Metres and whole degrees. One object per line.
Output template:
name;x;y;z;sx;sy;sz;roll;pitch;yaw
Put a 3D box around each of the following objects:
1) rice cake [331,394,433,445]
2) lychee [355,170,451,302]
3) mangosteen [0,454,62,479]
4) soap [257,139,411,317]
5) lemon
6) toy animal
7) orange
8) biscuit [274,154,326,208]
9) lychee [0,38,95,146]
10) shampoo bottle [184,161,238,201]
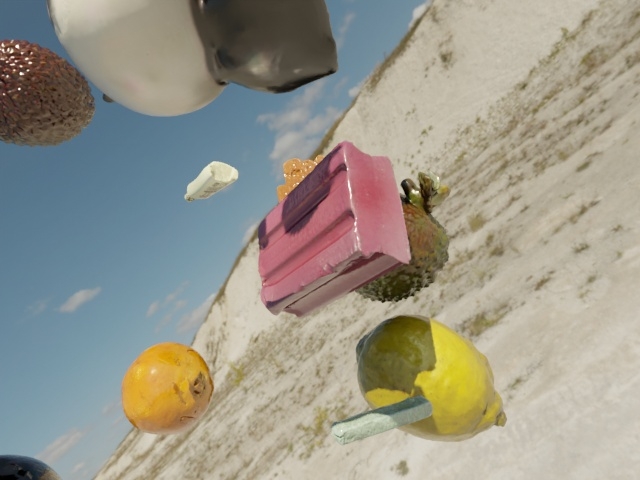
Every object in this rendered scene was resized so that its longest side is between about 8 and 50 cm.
rice cake;0.094;0.264;0.622;0.170;0.029;0.033;-6;5;-27
lychee;0.174;-0.003;1.007;0.270;0.270;0.320;52;-123;-85
mangosteen;-0.546;0.455;0.644;0.275;0.275;0.302;-41;-41;-32
soap;0.000;0.000;0.849;0.128;0.233;0.359;11;-30;-31
lemon;0.237;0.311;0.961;0.285;0.285;0.316;-42;27;-28
toy animal;-0.113;-0.208;0.378;0.235;0.165;0.187;-11;-16;2
orange;-0.139;0.134;0.382;0.083;0.083;0.083;-44;-5;-4
biscuit;-0.049;-0.136;1.360;0.306;0.284;0.043;-60;-30;-2
lychee;-0.660;-0.331;0.971;0.236;0.236;0.271;-46;-17;18
shampoo bottle;-0.191;-0.090;0.691;0.049;0.034;0.141;-8;-8;-42
